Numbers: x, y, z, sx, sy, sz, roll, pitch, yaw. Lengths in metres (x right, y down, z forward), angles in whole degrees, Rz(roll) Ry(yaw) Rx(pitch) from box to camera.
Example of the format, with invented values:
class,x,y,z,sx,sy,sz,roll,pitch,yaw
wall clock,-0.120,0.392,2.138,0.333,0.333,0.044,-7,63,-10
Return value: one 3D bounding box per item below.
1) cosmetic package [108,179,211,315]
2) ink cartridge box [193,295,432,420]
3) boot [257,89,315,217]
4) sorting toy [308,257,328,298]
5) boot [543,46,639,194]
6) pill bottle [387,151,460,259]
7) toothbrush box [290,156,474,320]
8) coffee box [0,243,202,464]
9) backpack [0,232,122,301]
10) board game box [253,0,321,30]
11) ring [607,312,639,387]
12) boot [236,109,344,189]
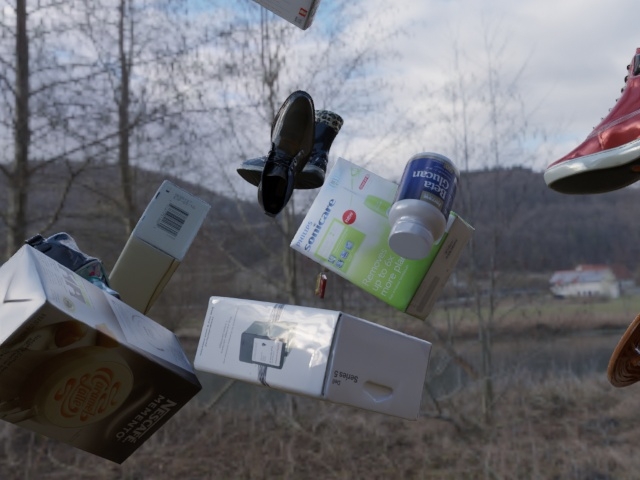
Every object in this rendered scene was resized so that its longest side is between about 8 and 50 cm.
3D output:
class,x,y,z,sx,sy,sz,roll,pitch,yaw
cosmetic package,-0.352,0.031,1.679,0.113,0.160,0.309,30,-37,-9
ink cartridge box,-0.012,0.163,1.131,0.273,0.114,0.198,2,-15,46
boot,-0.054,-0.141,1.360,0.082,0.219,0.106,14,18,-8
sorting toy,0.000,0.000,1.836,0.046,0.274,0.132,8,11,-7
boot,0.426,-0.174,1.155,0.088,0.176,0.244,17,-27,-35
pill bottle,0.163,-0.054,1.300,0.094,0.169,0.094,14,-36,10
toothbrush box,0.118,-0.005,1.559,0.283,0.206,0.122,30,2,31
coffee box,-0.263,0.131,0.871,0.141,0.098,0.246,-43,-42,4
backpack,-0.424,0.144,1.277,0.225,0.191,0.253,-37,-27,-32
board game box,-0.123,-0.617,1.750,0.305,0.193,0.053,32,41,7
ring,0.561,0.103,1.200,0.337,0.336,0.032,5,34,-48
boot,-0.065,-0.204,1.820,0.237,0.178,0.085,4,-29,36
